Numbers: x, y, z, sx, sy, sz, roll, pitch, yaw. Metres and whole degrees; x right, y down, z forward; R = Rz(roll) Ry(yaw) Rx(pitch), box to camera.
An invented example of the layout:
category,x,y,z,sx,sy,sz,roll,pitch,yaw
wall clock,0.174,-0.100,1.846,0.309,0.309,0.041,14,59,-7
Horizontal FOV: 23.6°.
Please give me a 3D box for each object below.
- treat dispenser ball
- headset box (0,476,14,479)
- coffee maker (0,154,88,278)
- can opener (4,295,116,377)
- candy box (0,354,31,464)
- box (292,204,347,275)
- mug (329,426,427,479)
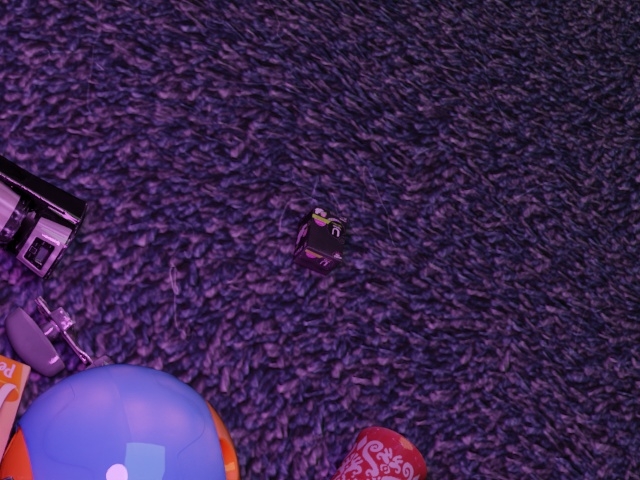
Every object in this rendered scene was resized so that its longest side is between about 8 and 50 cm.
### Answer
category,x,y,z,sx,sy,sz,roll,pitch,yaw
treat dispenser ball,-0.239,0.292,1.832,0.288,0.288,0.288,17,53,-25
headset box,-0.362,0.427,1.680,0.131,0.283,0.246,-21,73,-25
coffee maker,-0.408,-0.051,2.056,0.178,0.120,0.171,31,48,-15
can opener,-0.305,0.195,2.016,0.095,0.076,0.283,-37,85,-11
candy box,-0.528,0.186,1.842,0.317,0.087,0.182,25,52,-19
box,0.000,0.000,2.344,0.062,0.052,0.083,23,52,-18
mug,0.072,0.367,2.119,0.150,0.113,0.169,43,50,-1
